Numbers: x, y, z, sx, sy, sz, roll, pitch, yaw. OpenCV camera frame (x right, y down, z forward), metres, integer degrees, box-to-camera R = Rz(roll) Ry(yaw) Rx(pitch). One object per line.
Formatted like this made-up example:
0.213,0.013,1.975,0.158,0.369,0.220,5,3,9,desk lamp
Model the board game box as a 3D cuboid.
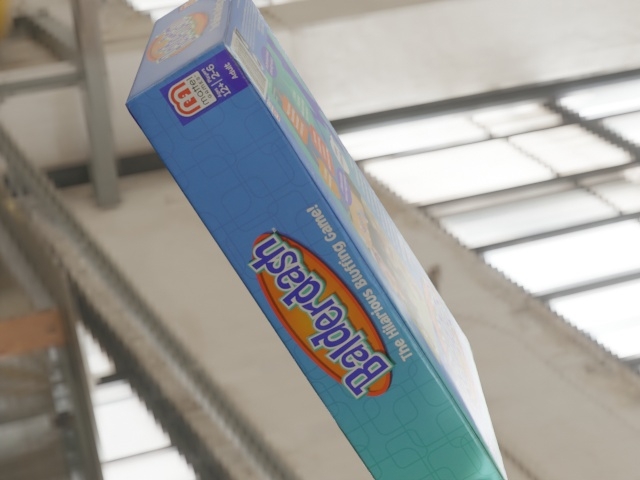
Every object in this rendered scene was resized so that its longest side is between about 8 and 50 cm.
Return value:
0.000,0.000,0.709,0.210,0.047,0.160,57,9,-15,board game box
